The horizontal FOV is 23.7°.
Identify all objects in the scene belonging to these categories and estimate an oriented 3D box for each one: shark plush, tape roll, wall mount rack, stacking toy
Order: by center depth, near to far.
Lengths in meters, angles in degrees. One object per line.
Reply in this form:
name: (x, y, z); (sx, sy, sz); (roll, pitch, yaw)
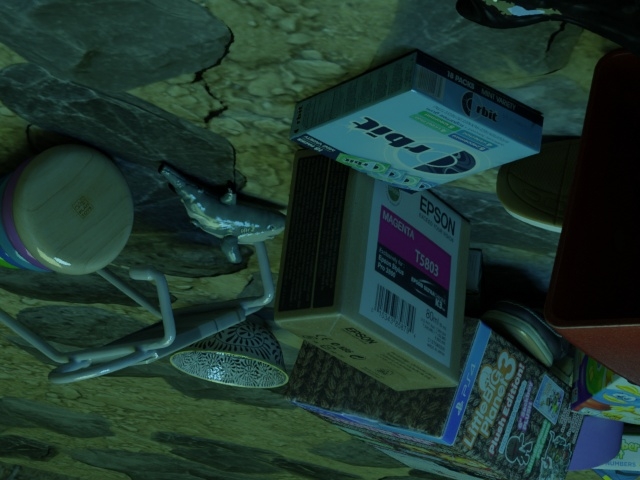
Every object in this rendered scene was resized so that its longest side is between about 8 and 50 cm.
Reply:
shark plush: (-0.113, -0.048, 1.699); (0.161, 0.073, 0.067); (41, 127, -22)
stacking toy: (-0.349, -0.023, 1.748); (0.141, 0.141, 0.330); (23, 163, -32)
wall mount rack: (-0.236, 0.068, 1.801); (0.304, 0.130, 0.350); (-9, -173, 33)
tape roll: (0.308, 0.226, 2.017); (0.189, 0.080, 0.189); (2, -159, -1)

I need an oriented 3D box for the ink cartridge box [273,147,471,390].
ink cartridge box: (0.060, 0.031, 1.580); (0.088, 0.193, 0.235); (-8, 154, 35)

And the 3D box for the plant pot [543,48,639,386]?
plant pot: (0.366, 0.008, 1.215); (0.267, 0.267, 0.236); (-4, 145, 33)

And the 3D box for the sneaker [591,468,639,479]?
sneaker: (0.445, 0.330, 2.420); (0.209, 0.069, 0.082); (26, 138, -36)

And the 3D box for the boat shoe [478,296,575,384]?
boat shoe: (0.262, 0.114, 1.866); (0.103, 0.092, 0.285); (22, 169, 27)

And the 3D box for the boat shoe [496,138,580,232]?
boat shoe: (0.305, -0.031, 1.440); (0.277, 0.098, 0.096); (5, 159, 10)

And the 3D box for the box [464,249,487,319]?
box: (0.092, 0.082, 1.905); (0.232, 0.058, 0.322); (6, 160, 11)

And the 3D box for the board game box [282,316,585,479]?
board game box: (0.143, 0.190, 1.821); (0.232, 0.141, 0.291); (9, 163, 39)

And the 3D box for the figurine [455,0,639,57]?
figurine: (0.181, -0.203, 1.059); (0.209, 0.092, 0.215); (7, 159, 18)

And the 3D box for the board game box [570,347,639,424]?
board game box: (0.396, 0.111, 1.718); (0.144, 0.142, 0.275); (11, 160, -5)

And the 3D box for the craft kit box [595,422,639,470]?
craft kit box: (0.434, 0.289, 2.198); (0.250, 0.061, 0.246); (-1, 177, 26)

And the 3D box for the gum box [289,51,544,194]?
gum box: (0.087, -0.105, 1.423); (0.157, 0.041, 0.184); (22, 157, -32)

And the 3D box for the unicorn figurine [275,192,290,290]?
unicorn figurine: (0.000, 0.000, 1.699); (0.111, 0.060, 0.162); (25, 139, 35)

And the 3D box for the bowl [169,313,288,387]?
bowl: (-0.122, 0.145, 2.141); (0.170, 0.080, 0.170); (8, 161, 3)
